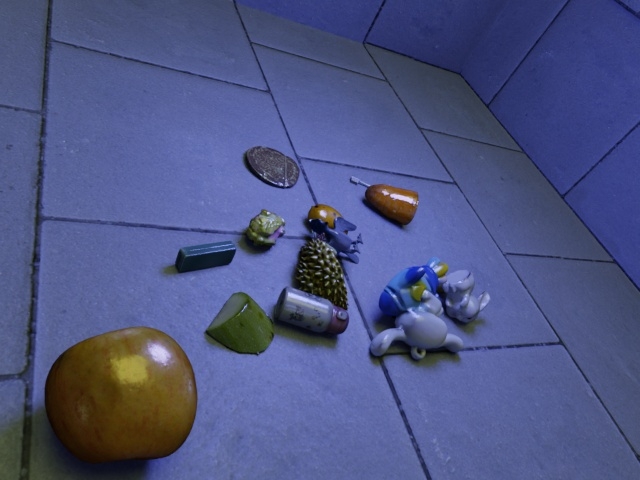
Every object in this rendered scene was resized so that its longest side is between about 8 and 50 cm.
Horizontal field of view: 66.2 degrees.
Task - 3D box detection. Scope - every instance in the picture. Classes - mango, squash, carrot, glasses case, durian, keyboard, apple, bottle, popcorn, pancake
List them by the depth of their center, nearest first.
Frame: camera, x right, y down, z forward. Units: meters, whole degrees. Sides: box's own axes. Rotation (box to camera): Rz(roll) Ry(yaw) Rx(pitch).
[{"bbox_3d":[-0.415,0.339,1.053,0.298,0.299,0.275,-5,69,-37],"label":"apple"},{"bbox_3d":[-0.211,0.234,1.450,0.184,0.085,0.192,31,41,-1],"label":"squash"},{"bbox_3d":[-0.359,0.049,1.548,0.184,0.078,0.039,-9,51,-40],"label":"glasses case"},{"bbox_3d":[-0.021,0.231,1.559,0.233,0.110,0.110,21,41,-13],"label":"bottle"},{"bbox_3d":[0.005,0.102,1.686,0.166,0.172,0.306,22,25,-51],"label":"durian"},{"bbox_3d":[-0.191,-0.041,1.719,0.145,0.126,0.126,-23,73,-35],"label":"popcorn"},{"bbox_3d":[0.000,0.000,1.833,0.055,0.017,0.166,-3,76,-37],"label":"keyboard"},{"bbox_3d":[0.032,-0.077,1.929,0.177,0.090,0.115,24,54,-15],"label":"mango"},{"bbox_3d":[-0.200,-0.318,2.069,0.249,0.031,0.250,19,41,-17],"label":"pancake"},{"bbox_3d":[0.306,-0.181,2.168,0.224,0.159,0.159,23,40,-8],"label":"carrot"}]

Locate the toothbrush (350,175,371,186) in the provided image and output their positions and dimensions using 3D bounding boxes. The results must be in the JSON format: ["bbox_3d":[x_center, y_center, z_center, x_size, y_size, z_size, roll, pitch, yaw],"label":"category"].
[{"bbox_3d":[0.292,-0.224,2.301,0.341,0.025,0.030,22,47,-13],"label":"toothbrush"}]

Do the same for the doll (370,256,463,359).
[{"bbox_3d":[0.331,0.231,1.730,0.375,0.186,0.366,14,69,-46],"label":"doll"}]

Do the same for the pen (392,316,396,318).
[{"bbox_3d":[0.326,0.242,1.842,0.025,0.025,0.204,46,42,17],"label":"pen"}]

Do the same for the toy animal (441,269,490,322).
[{"bbox_3d":[0.561,0.211,1.916,0.178,0.127,0.193,-44,112,-38],"label":"toy animal"}]

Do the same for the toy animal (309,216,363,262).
[{"bbox_3d":[0.071,-0.001,1.829,0.176,0.256,0.239,9,56,26],"label":"toy animal"}]

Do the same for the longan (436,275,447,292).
[{"bbox_3d":[0.493,0.173,1.981,0.075,0.083,0.075,-7,55,10],"label":"longan"}]
